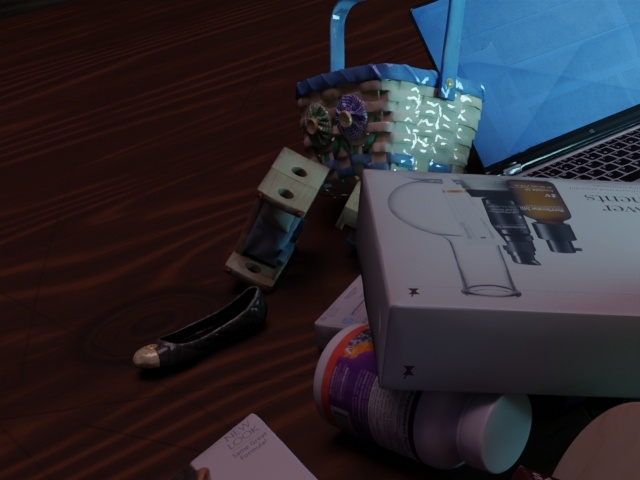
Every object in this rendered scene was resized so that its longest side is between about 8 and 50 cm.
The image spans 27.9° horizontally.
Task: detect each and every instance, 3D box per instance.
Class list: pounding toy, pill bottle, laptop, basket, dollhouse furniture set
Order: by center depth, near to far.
[{"bbox_3d":[0.273,0.225,0.981,0.110,0.183,0.237,25,-17,-17],"label":"pounding toy"},{"bbox_3d":[0.096,0.151,1.212,0.193,0.108,0.108,16,35,41],"label":"pill bottle"},{"bbox_3d":[0.000,0.000,1.580,0.184,0.129,0.129,25,32,2],"label":"dollhouse furniture set"},{"bbox_3d":[0.092,-0.200,1.669,0.201,0.289,0.255,13,-13,-33],"label":"basket"},{"bbox_3d":[0.398,-0.214,1.720,0.382,0.236,0.408,-22,29,-25],"label":"laptop"}]

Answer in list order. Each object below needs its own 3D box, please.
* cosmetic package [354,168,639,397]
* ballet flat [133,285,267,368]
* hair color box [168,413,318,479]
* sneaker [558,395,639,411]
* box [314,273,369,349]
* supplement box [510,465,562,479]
[{"bbox_3d":[0.232,0.036,1.231,0.377,0.097,0.284,2,29,-5],"label":"cosmetic package"},{"bbox_3d":[-0.137,0.100,1.458,0.173,0.049,0.057,-24,29,-29],"label":"ballet flat"},{"bbox_3d":[-0.028,0.284,0.924,0.185,0.110,0.339,-38,31,-11],"label":"hair color box"},{"bbox_3d":[0.285,0.102,1.301,0.090,0.081,0.232,8,28,3],"label":"sneaker"},{"bbox_3d":[0.108,0.083,1.429,0.186,0.038,0.145,7,29,27],"label":"box"},{"bbox_3d":[0.173,0.279,0.887,0.073,0.130,0.239,24,15,-21],"label":"supplement box"}]
